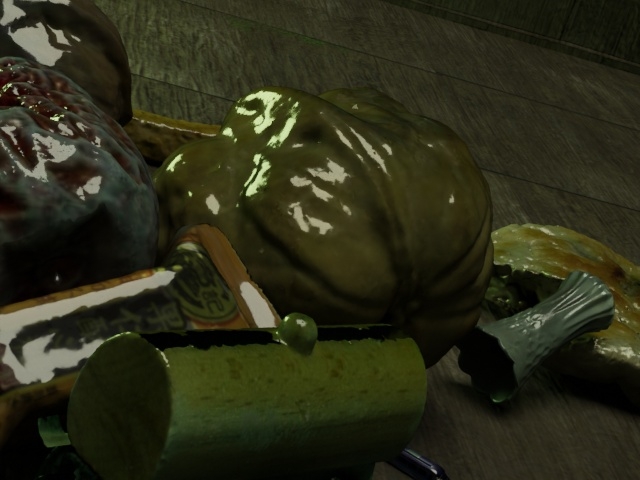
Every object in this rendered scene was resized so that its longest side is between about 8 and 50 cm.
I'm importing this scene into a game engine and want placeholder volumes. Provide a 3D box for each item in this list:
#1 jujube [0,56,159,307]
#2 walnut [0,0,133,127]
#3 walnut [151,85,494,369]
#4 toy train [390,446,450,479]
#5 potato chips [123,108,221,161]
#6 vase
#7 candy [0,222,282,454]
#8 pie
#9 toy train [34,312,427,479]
[{"bbox_3d":[-0.250,-0.029,1.335,0.226,0.226,0.317,9,19,-27],"label":"jujube"},{"bbox_3d":[-0.293,-0.165,1.703,0.224,0.224,0.224,16,19,-6],"label":"walnut"},{"bbox_3d":[-0.002,0.001,1.419,0.277,0.282,0.253,29,-19,46],"label":"walnut"},{"bbox_3d":[0.073,0.177,1.353,0.083,0.017,0.017,29,22,28],"label":"toy train"},{"bbox_3d":[-0.196,-0.130,1.885,0.407,0.080,0.057,13,3,-10],"label":"potato chips"},{"bbox_3d":[0.204,0.082,1.557,0.149,0.081,0.081,-28,43,-29],"label":"vase"},{"bbox_3d":[-0.150,0.073,1.181,0.271,0.101,0.143,-17,71,-27],"label":"candy"},{"bbox_3d":[0.301,0.079,1.751,0.337,0.075,0.337,18,21,-7],"label":"pie"},{"bbox_3d":[-0.063,0.125,1.101,0.126,0.189,0.307,24,15,38],"label":"toy train"}]
